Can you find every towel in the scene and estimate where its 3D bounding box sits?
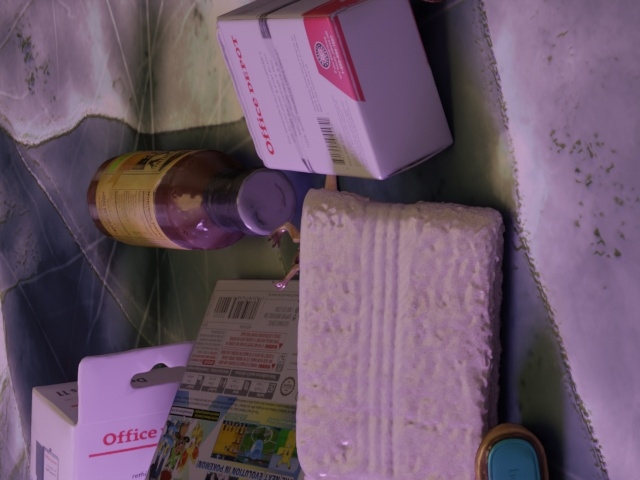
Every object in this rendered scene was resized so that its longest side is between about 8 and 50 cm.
[{"bbox_3d":[0.071,0.100,1.680,0.187,0.049,0.282,6,102,21],"label":"towel"}]

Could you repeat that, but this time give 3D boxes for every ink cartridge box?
[{"bbox_3d":[-0.211,0.264,2.128,0.119,0.207,0.353,30,120,53],"label":"ink cartridge box"},{"bbox_3d":[0.009,-0.146,1.740,0.218,0.092,0.158,8,121,58],"label":"ink cartridge box"}]

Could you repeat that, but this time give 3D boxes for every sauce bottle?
[{"bbox_3d":[-0.136,-0.044,2.037,0.344,0.111,0.111,3,99,58],"label":"sauce bottle"}]

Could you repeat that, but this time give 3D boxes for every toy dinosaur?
[{"bbox_3d":[0.000,0.000,1.860,0.092,0.053,0.183,-19,57,34],"label":"toy dinosaur"}]

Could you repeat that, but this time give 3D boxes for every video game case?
[{"bbox_3d":[-0.067,0.182,1.902,0.329,0.036,0.300,-1,66,60],"label":"video game case"}]

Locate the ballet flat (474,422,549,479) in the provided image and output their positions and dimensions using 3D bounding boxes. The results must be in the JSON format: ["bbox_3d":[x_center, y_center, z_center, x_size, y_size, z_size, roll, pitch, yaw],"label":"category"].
[{"bbox_3d":[0.170,0.268,1.623,0.073,0.080,0.232,-115,24,-85],"label":"ballet flat"}]
